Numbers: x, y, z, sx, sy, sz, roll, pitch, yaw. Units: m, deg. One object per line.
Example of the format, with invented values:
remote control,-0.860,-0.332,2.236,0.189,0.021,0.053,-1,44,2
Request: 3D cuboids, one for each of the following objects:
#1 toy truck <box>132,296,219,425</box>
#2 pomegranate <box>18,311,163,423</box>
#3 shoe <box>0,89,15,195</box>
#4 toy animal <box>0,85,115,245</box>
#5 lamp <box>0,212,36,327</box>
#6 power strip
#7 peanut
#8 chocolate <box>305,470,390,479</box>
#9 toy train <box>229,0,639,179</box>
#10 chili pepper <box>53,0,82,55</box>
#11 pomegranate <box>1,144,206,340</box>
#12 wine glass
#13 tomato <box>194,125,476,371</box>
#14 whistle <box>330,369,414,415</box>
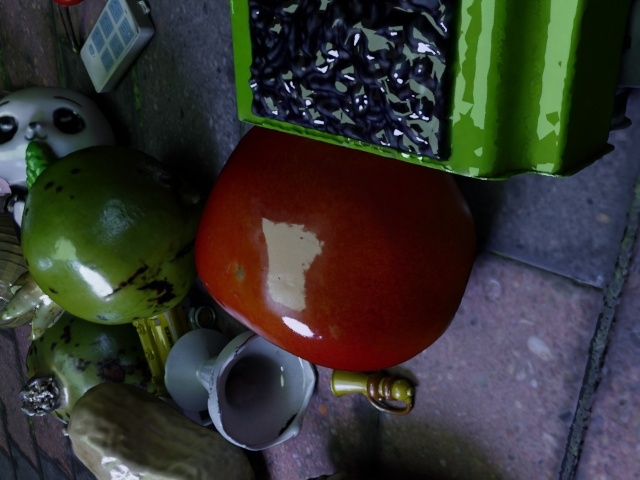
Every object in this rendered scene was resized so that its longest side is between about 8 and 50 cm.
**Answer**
toy truck,-0.226,0.198,1.022,0.098,0.114,0.226,-7,102,46
pomegranate,-0.392,0.217,1.086,0.255,0.270,0.254,8,111,22
shoe,-0.643,-0.198,1.185,0.351,0.198,0.171,25,104,28
toy animal,-0.438,-0.119,1.036,0.213,0.213,0.266,13,121,41
lamp,-0.647,0.041,1.303,0.284,0.250,0.250,-96,26,-44
power strip,-0.316,-0.305,0.961,0.192,0.035,0.081,-29,85,46
peanut,-0.227,0.317,0.907,0.291,0.143,0.159,25,149,8
chocolate,0.048,0.398,0.767,0.340,0.225,0.210,-17,87,44
toy train,0.096,-0.156,0.463,0.307,0.249,0.173,21,122,37
chili pepper,-0.383,-0.419,0.911,0.338,0.131,0.134,-32,74,48
pomegranate,-0.314,0.017,0.898,0.341,0.260,0.260,-43,72,11
wine glass,-0.123,0.200,0.903,0.197,0.165,0.164,-2,105,53
tomato,0.000,0.000,0.639,0.299,0.226,0.298,21,119,42
whistle,0.068,0.192,0.786,0.109,0.046,0.057,8,97,36
